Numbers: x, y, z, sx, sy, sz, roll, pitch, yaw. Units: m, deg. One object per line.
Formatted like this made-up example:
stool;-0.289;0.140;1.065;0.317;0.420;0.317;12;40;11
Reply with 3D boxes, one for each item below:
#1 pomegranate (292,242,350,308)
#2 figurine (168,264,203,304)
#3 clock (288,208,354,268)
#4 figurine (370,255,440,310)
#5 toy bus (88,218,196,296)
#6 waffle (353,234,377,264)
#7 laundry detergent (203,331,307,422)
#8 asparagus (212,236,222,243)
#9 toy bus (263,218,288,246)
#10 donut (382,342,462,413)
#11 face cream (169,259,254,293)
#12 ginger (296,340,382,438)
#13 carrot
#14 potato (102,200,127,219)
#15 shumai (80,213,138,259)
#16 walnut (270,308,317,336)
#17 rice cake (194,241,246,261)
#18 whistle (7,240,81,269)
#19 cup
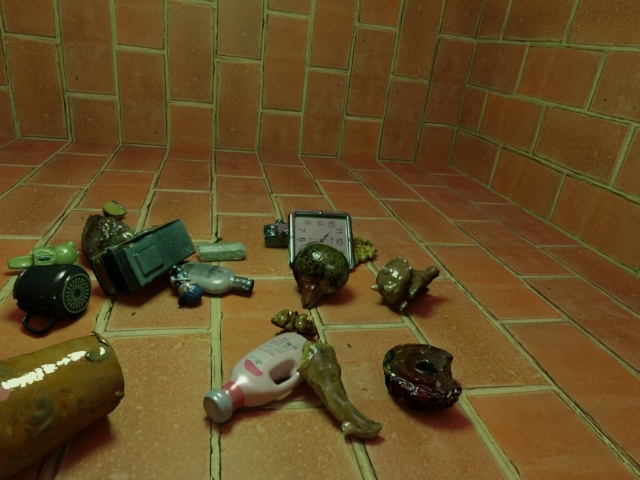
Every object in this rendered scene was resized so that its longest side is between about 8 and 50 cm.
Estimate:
pomegranate;-0.013;0.135;1.648;0.214;0.214;0.248;15;62;17
figurine;-0.462;0.155;1.542;0.087;0.086;0.149;6;39;-54
clock;0.000;0.000;1.920;0.278;0.049;0.274;3;65;-10
figurine;0.301;0.147;1.687;0.173;0.177;0.247;41;48;23
toy bus;-0.609;0.052;1.589;0.194;0.162;0.323;-12;16;26
waffle;0.123;0.031;2.048;0.261;0.056;0.250;23;29;29
laundry detergent;-0.153;0.357;1.192;0.158;0.088;0.335;30;33;28
asparagus;-0.466;0.014;1.965;0.016;0.016;0.163;-5;20;22
toy bus;-0.123;-0.034;2.011;0.261;0.109;0.091;-3;49;-4
donut;0.275;0.380;1.250;0.215;0.096;0.230;2;24;-6
face cream;-0.385;0.138;1.637;0.290;0.071;0.144;9;27;6
ginger;0.043;0.380;1.161;0.131;0.086;0.294;-7;46;-47
carrot;-0.605;0.345;0.937;0.224;0.225;0.340;23;23;32
potato;-0.956;-0.125;2.072;0.096;0.067;0.103;35;22;2
shumai;-0.806;0.011;1.749;0.185;0.184;0.218;33;-10;-39
walnut;-0.077;0.250;1.387;0.142;0.069;0.170;12;-15;5
rice cake;-0.405;0.047;1.850;0.206;0.063;0.069;-4;32;-21
whistle;-0.975;0.067;1.610;0.227;0.105;0.085;-11;-1;-29
cup;-0.814;0.171;1.358;0.176;0.169;0.223;7;54;10
